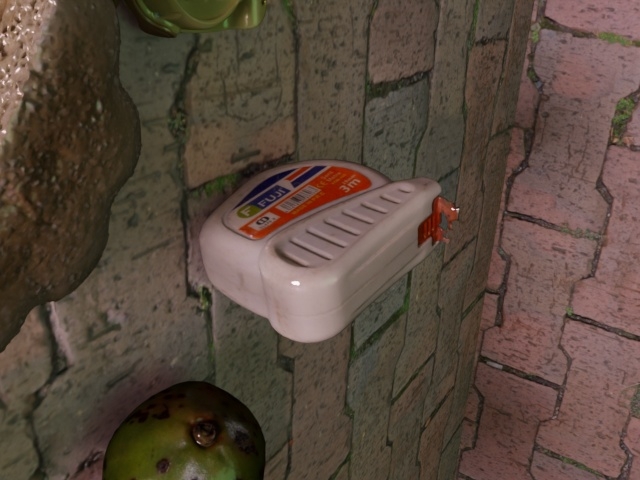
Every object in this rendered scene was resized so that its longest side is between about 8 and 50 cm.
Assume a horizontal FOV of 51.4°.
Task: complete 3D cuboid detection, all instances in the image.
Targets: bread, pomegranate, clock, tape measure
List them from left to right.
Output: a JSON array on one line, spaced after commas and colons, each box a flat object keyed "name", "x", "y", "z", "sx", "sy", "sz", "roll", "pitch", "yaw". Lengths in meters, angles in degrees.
[{"name": "bread", "x": -0.241, "y": -0.052, "z": 0.554, "sx": 0.183, "sy": 0.101, "sz": 0.338, "roll": 26, "pitch": 83, "yaw": -62}, {"name": "clock", "x": -0.138, "y": -0.280, "z": 0.645, "sx": 0.232, "sy": 0.069, "sz": 0.170, "roll": -38, "pitch": 136, "yaw": -50}, {"name": "pomegranate", "x": -0.172, "y": 0.289, "z": 0.816, "sx": 0.202, "sy": 0.202, "sz": 0.248, "roll": -37, "pitch": 166, "yaw": -49}, {"name": "tape measure", "x": 0.000, "y": 0.000, "z": 0.857, "sx": 0.258, "sy": 0.265, "sz": 0.130, "roll": -38, "pitch": 136, "yaw": -33}]
